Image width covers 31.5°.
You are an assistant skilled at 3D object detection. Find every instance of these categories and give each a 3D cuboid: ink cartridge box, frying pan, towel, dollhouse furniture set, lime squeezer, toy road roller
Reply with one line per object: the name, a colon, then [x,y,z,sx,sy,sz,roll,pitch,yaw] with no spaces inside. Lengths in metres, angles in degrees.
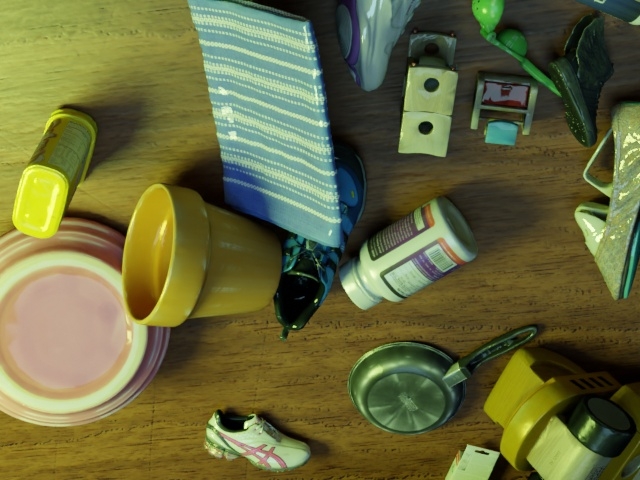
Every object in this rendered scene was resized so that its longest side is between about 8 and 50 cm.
ink cartridge box: [0.264,0.394,1.975,0.063,0.029,0.115,15,121,-5]
frying pan: [0.206,0.246,1.876,0.326,0.053,0.197,-7,123,12]
towel: [-0.074,-0.161,1.547,0.243,0.040,0.336,24,134,42]
dollhouse furniture set: [0.205,-0.196,1.539,0.184,0.129,0.129,6,123,1]
lime squeezer: [0.265,-0.296,1.529,0.110,0.059,0.310,-32,120,-15]
toy road roller: [0.420,0.287,1.823,0.330,0.240,0.202,1,126,-42]

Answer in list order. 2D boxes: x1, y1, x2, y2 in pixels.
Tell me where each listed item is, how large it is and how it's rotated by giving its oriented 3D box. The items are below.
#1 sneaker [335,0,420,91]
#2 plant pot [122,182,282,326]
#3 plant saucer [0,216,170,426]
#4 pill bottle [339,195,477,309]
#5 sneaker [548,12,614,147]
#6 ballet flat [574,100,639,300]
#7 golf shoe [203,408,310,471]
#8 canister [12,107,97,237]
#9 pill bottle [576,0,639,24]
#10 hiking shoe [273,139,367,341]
sneaker: [0.103,-0.325,1.474,0.152,0.114,0.305,-6,133,-15]
plant pot: [-0.167,0.031,1.663,0.188,0.205,0.205,10,126,-28]
plant saucer: [-0.393,0.133,1.737,0.332,0.084,0.332,-2,100,-12]
pill bottle: [0.128,0.025,1.700,0.193,0.108,0.108,-31,116,22]
sneaker: [0.369,-0.216,1.551,0.089,0.051,0.170,-33,118,-8]
ballet flat: [0.429,-0.062,1.644,0.106,0.107,0.316,16,119,17]
golf shoe: [-0.105,0.341,1.941,0.186,0.067,0.086,12,121,-4]
canister: [-0.378,-0.096,1.617,0.073,0.170,0.126,18,122,-8]
pill bottle: [0.391,-0.334,1.460,0.169,0.094,0.094,19,122,-9]
hiking shoe: [0.000,0.000,1.677,0.113,0.132,0.304,11,123,-4]
